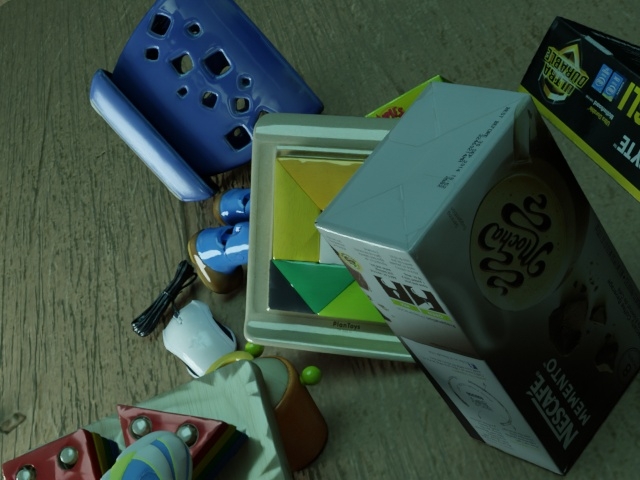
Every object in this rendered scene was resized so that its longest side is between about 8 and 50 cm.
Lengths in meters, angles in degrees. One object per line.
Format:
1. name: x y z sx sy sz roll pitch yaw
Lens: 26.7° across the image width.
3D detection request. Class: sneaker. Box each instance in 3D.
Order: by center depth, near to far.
1. sneaker: -0.132 0.258 1.054 0.126 0.091 0.240 -4 49 37

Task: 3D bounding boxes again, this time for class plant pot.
1. plant pot: -0.149 -0.182 1.679 0.212 0.236 0.236 -43 5 1

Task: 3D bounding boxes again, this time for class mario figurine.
1. mario figurine: 0.000 0.000 1.503 0.320 0.170 0.198 -10 77 50

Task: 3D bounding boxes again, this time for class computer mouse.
1. computer mouse: -0.155 0.095 1.557 0.106 0.042 0.193 -46 34 -5

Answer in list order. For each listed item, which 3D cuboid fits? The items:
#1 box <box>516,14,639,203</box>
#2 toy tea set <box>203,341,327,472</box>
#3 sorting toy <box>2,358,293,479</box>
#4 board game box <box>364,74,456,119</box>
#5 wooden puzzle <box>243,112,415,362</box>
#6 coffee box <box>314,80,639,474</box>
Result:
1. box: 0.345 -0.057 1.045 0.079 0.322 0.257 -65 28 21
2. toy tea set: -0.142 0.222 1.319 0.200 0.124 0.336 14 58 50
3. sorting toy: -0.150 0.260 1.197 0.255 0.089 0.257 -24 64 12
4. board game box: 0.115 -0.138 1.502 0.092 0.043 0.181 -29 -4 13
5. wooden puzzle: 0.027 -0.005 1.340 0.220 0.044 0.239 5 92 21
6. coffee box: 0.148 0.035 1.121 0.118 0.297 0.168 16 60 49
